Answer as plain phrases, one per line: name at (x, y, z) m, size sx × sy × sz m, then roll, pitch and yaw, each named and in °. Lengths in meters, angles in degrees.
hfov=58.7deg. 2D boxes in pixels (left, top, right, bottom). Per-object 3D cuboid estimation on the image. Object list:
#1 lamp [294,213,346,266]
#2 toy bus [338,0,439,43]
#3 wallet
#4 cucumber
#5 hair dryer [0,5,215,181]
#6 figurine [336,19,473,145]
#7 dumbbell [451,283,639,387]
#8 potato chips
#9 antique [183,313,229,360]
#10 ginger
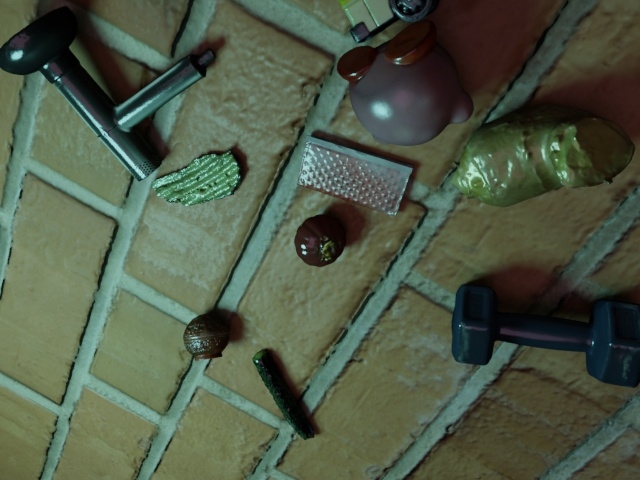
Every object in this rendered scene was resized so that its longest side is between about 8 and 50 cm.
lamp at (0.000, 0.000, 1.061) m, size 0.101 × 0.090 × 0.101 m, roll -11°, pitch 117°, yaw -22°
toy bus at (0.150, -0.418, 0.777) m, size 0.305 × 0.143 × 0.179 m, roll -26°, pitch 104°, yaw 26°
wallet at (0.058, -0.116, 1.025) m, size 0.196 × 0.020 × 0.103 m, roll 18°, pitch 118°, yaw 6°
cucumber at (-0.083, 0.359, 1.291) m, size 0.044 × 0.043 × 0.257 m, roll -18°, pitch 111°, yaw 28°
hair dryer at (-0.354, -0.307, 1.027) m, size 0.284 × 0.156 × 0.320 m, roll -43°, pitch 113°, yaw 9°
figurine at (0.131, -0.225, 0.867) m, size 0.173 × 0.173 × 0.173 m, roll 6°, pitch 117°, yaw 13°
dumbbell at (0.391, 0.161, 0.998) m, size 0.316 × 0.143 × 0.156 m, roll 6°, pitch 117°, yaw 13°
potato chips at (-0.237, -0.110, 1.107) m, size 0.207 × 0.028 × 0.092 m, roll -19°, pitch 108°, yaw 22°
antique at (-0.246, 0.207, 1.231) m, size 0.104 × 0.104 × 0.104 m, roll 6°, pitch 117°, yaw 13°
ginger at (0.328, -0.133, 0.872) m, size 0.267 × 0.152 × 0.138 m, roll -11°, pitch 112°, yaw 41°
